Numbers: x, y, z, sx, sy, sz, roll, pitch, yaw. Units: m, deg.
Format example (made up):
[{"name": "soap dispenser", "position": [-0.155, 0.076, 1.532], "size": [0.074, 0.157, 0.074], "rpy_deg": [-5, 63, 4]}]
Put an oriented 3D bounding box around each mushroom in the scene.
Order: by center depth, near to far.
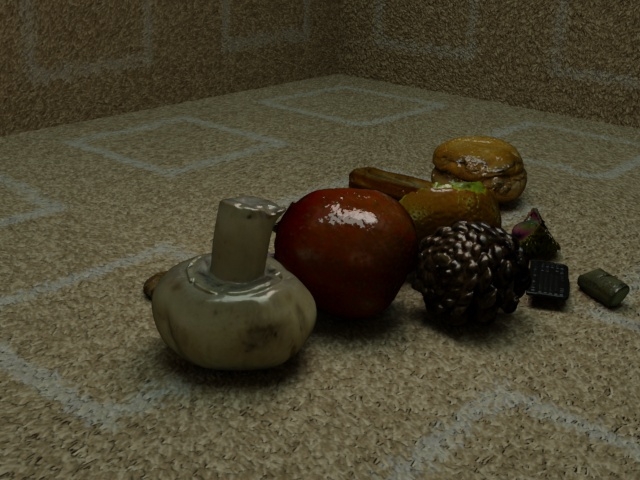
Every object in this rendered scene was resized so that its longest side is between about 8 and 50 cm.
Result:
[{"name": "mushroom", "position": [-0.155, 0.073, 1.616], "size": [0.314, 0.336, 0.314], "rpy_deg": [10, 22, -4]}]

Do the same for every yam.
[{"name": "yam", "position": [0.649, 0.102, 1.964], "size": [0.069, 0.070, 0.146], "rpy_deg": [-6, 24, -20]}]

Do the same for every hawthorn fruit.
[{"name": "hawthorn fruit", "position": [0.025, 0.011, 1.808], "size": [0.369, 0.285, 0.285], "rpy_deg": [16, 23, 6]}]

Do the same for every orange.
[{"name": "orange", "position": [0.301, -0.024, 2.041], "size": [0.262, 0.196, 0.334], "rpy_deg": [-7, -7, 13]}]

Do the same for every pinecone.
[{"name": "pinecone", "position": [0.335, 0.068, 1.814], "size": [0.257, 0.243, 0.243], "rpy_deg": [-1, 21, -20]}]

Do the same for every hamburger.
[{"name": "hamburger", "position": [0.483, -0.207, 2.600], "size": [0.289, 0.170, 0.314], "rpy_deg": [2, 22, 9]}]

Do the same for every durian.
[{"name": "durian", "position": [0.550, 0.000, 2.217], "size": [0.108, 0.119, 0.187], "rpy_deg": [-32, 11, 15]}]

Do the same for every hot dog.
[{"name": "hot dog", "position": [0.207, -0.108, 2.361], "size": [0.117, 0.158, 0.349], "rpy_deg": [7, 9, -45]}]

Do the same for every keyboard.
[{"name": "keyboard", "position": [0.523, 0.109, 1.973], "size": [0.103, 0.041, 0.381], "rpy_deg": [7, 22, 14]}]

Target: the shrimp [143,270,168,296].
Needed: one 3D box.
[{"name": "shrimp", "position": [-0.269, 0.079, 1.975], "size": [0.296, 0.058, 0.169], "rpy_deg": [-17, 25, -32]}]

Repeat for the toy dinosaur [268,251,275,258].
[{"name": "toy dinosaur", "position": [-0.063, 0.043, 2.000], "size": [0.251, 0.072, 0.200], "rpy_deg": [-6, 38, -36]}]
